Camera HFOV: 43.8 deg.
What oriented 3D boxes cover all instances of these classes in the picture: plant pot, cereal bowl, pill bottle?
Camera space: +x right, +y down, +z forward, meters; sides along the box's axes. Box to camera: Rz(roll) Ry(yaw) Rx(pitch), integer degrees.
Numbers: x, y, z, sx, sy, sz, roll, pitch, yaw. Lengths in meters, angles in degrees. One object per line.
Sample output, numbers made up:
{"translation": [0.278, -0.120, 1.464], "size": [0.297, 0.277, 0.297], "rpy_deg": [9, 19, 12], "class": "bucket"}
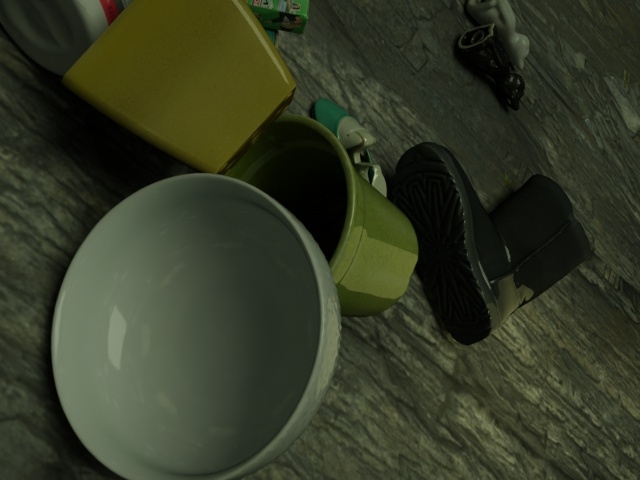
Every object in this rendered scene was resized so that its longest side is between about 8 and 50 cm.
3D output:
{"translation": [0.000, 0.000, 1.106], "size": [0.253, 0.276, 0.276], "rpy_deg": [23, 60, -51], "class": "plant pot"}
{"translation": [-0.125, 0.103, 0.899], "size": [0.141, 0.338, 0.339], "rpy_deg": [31, 52, -64], "class": "cereal bowl"}
{"translation": [-0.245, -0.357, 1.005], "size": [0.176, 0.176, 0.318], "rpy_deg": [53, 52, -18], "class": "pill bottle"}
{"translation": [-0.145, -0.186, 0.951], "size": [0.187, 0.212, 0.212], "rpy_deg": [42, 88, -4], "class": "plant pot"}

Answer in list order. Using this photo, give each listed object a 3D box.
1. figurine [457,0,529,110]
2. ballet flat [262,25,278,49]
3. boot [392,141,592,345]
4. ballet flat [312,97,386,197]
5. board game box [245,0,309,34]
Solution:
{"translation": [0.398, -0.424, 1.758], "size": [0.209, 0.092, 0.215], "rpy_deg": [44, 48, -36], "class": "figurine"}
{"translation": [-0.099, -0.369, 1.245], "size": [0.086, 0.086, 0.249], "rpy_deg": [24, 61, -37], "class": "ballet flat"}
{"translation": [0.345, -0.051, 1.519], "size": [0.445, 0.146, 0.367], "rpy_deg": [-25, 102, -43], "class": "boot"}
{"translation": [0.063, -0.128, 1.311], "size": [0.083, 0.087, 0.248], "rpy_deg": [-15, 87, -46], "class": "ballet flat"}
{"translation": [-0.112, -0.474, 1.214], "size": [0.213, 0.046, 0.318], "rpy_deg": [9, 67, -9], "class": "board game box"}
